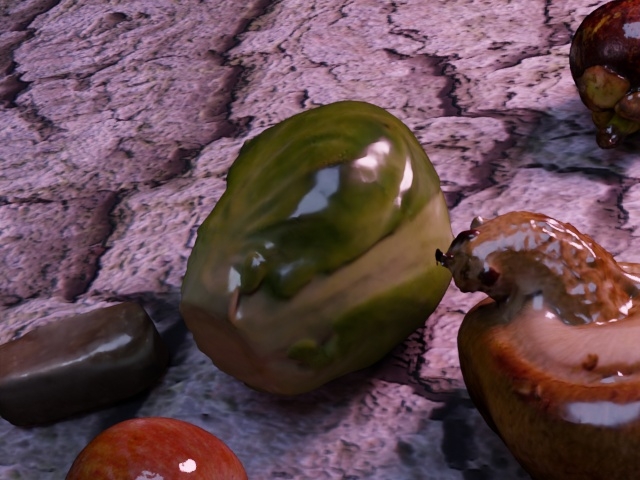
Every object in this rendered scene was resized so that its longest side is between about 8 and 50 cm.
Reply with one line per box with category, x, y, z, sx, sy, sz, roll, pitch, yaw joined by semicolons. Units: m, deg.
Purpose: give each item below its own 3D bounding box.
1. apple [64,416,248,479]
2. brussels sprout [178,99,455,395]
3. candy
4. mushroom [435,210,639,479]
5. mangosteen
apple;-0.173;0.278;0.952;0.174;0.188;0.188;8;50;39
brussels sprout;0.000;0.000;1.101;0.314;0.276;0.371;4;49;30
candy;-0.319;0.162;1.188;0.234;0.104;0.102;-14;44;7
mushroom;0.280;0.103;0.881;0.345;0.260;0.345;-10;19;3
mangosteen;0.428;-0.221;1.244;0.192;0.192;0.217;18;86;35
